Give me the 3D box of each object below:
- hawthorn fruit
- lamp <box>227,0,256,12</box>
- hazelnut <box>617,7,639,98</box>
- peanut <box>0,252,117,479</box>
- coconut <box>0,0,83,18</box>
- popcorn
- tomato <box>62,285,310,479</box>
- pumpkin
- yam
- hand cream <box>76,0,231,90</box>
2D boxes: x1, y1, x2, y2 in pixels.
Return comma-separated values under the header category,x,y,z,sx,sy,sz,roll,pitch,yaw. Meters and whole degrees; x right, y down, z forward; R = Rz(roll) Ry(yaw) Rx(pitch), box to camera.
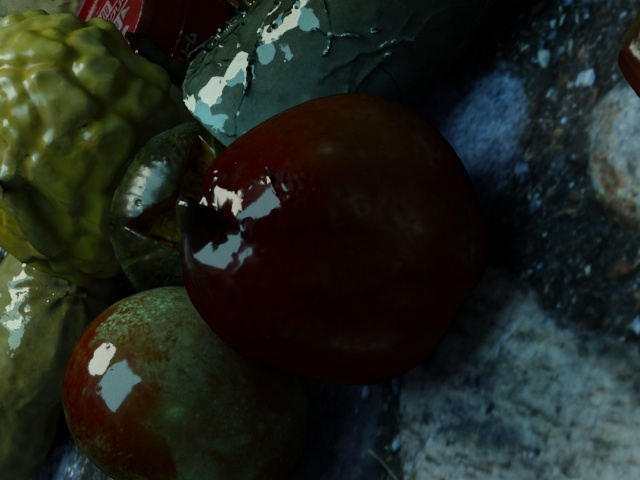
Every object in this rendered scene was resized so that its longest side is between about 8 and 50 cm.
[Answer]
category,x,y,z,sx,sy,sz,roll,pitch,yaw
hawthorn fruit,0.013,0.009,1.587,0.311,0.295,0.295,-31,19,-30
lamp,-0.048,-0.374,1.981,0.227,0.227,0.227,-32,46,41
hazelnut,0.359,-0.171,1.324,0.212,0.181,0.181,-58,5,10
peanut,-0.387,0.167,2.156,0.192,0.169,0.387,34,102,52
coconut,-0.366,-0.429,2.407,0.297,0.254,0.297,-162,90,-75
popcorn,-0.281,-0.129,2.007,0.349,0.382,0.349,29,129,44
tomato,-0.130,0.164,1.704,0.222,0.270,0.270,-42,37,5
pumpkin,-0.120,-0.024,1.844,0.159,0.238,0.238,174,117,-83
yam,0.041,-0.240,1.735,0.348,0.241,0.241,-46,38,27
hand cream,-0.238,-0.271,2.228,0.230,0.149,0.230,-29,51,43
